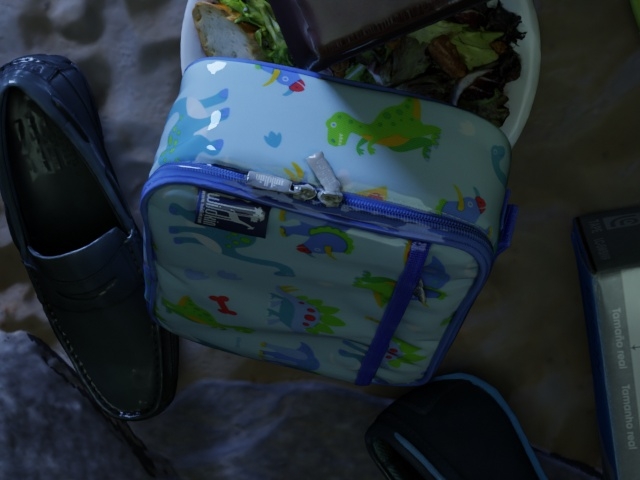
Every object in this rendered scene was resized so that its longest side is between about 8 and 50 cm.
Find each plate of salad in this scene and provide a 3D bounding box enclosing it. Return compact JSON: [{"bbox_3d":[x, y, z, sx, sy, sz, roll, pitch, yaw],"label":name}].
[{"bbox_3d":[0.021,-0.099,0.782,0.200,0.048,0.199,1,105,3],"label":"plate of salad"}]

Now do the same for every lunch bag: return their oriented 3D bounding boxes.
[{"bbox_3d":[0.000,0.000,0.728,0.176,0.219,0.090,13,66,-3],"label":"lunch bag"}]

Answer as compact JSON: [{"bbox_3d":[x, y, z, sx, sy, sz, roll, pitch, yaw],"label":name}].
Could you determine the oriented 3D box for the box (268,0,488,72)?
[{"bbox_3d":[0.030,-0.203,0.663,0.169,0.167,0.203,-22,94,-2],"label":"box"}]

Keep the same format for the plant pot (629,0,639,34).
[{"bbox_3d":[0.264,-0.141,0.657,0.207,0.228,0.227,-24,112,2],"label":"plant pot"}]

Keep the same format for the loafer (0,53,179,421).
[{"bbox_3d":[-0.137,0.005,0.806,0.076,0.078,0.223,-14,105,8],"label":"loafer"}]

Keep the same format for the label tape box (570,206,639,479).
[{"bbox_3d":[0.322,0.089,0.787,0.334,0.106,0.240,-9,106,6],"label":"label tape box"}]

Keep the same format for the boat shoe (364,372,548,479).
[{"bbox_3d":[0.103,0.204,0.801,0.258,0.089,0.109,57,145,19],"label":"boat shoe"}]
